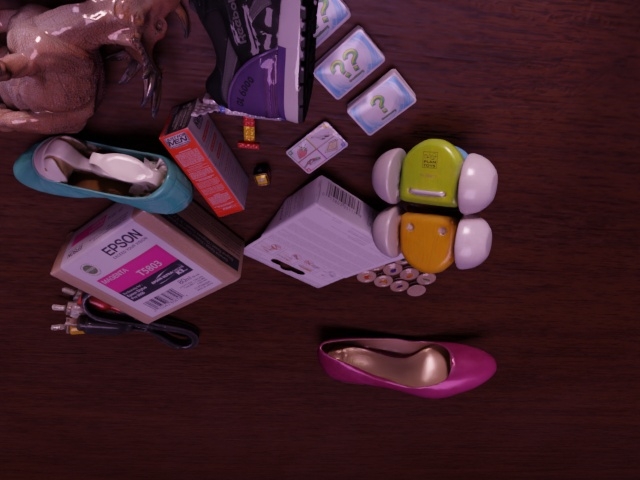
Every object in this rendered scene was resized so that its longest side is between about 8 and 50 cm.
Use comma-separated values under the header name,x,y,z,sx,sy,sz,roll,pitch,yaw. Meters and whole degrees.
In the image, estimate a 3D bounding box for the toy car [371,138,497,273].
name,x,y,z,sx,sy,sz,roll,pitch,yaw
toy car,0.163,-0.052,0.605,0.159,0.136,0.182,10,115,33

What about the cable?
name,x,y,z,sx,sy,sz,roll,pitch,yaw
cable,-0.378,0.151,0.883,0.287,0.072,0.139,13,119,-33

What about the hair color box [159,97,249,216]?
name,x,y,z,sx,sy,sz,roll,pitch,yaw
hair color box,-0.148,-0.106,0.581,0.043,0.072,0.141,-15,135,14

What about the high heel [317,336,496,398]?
name,x,y,z,sx,sy,sz,roll,pitch,yaw
high heel,0.184,0.263,0.940,0.377,0.127,0.181,-9,147,13

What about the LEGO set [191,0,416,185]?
name,x,y,z,sx,sy,sz,roll,pitch,yaw
LEGO set,-0.030,-0.158,0.542,0.244,0.060,0.182,-31,126,29

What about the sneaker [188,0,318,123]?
name,x,y,z,sx,sy,sz,roll,pitch,yaw
sneaker,-0.066,-0.249,0.395,0.124,0.107,0.283,8,125,3

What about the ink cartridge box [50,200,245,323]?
name,x,y,z,sx,sy,sz,roll,pitch,yaw
ink cartridge box,-0.275,0.027,0.708,0.234,0.088,0.193,-27,133,25

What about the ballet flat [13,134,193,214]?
name,x,y,z,sx,sy,sz,roll,pitch,yaw
ballet flat,-0.286,-0.096,0.553,0.247,0.083,0.087,12,160,3

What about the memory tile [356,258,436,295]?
name,x,y,z,sx,sy,sz,roll,pitch,yaw
memory tile,0.150,0.057,0.809,0.148,0.012,0.113,15,135,-18

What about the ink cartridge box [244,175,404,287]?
name,x,y,z,sx,sy,sz,roll,pitch,yaw
ink cartridge box,0.000,0.000,0.731,0.189,0.066,0.232,28,150,-29

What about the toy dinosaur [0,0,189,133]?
name,x,y,z,sx,sy,sz,roll,pitch,yaw
toy dinosaur,-0.281,-0.176,0.478,0.295,0.127,0.200,-20,172,40
